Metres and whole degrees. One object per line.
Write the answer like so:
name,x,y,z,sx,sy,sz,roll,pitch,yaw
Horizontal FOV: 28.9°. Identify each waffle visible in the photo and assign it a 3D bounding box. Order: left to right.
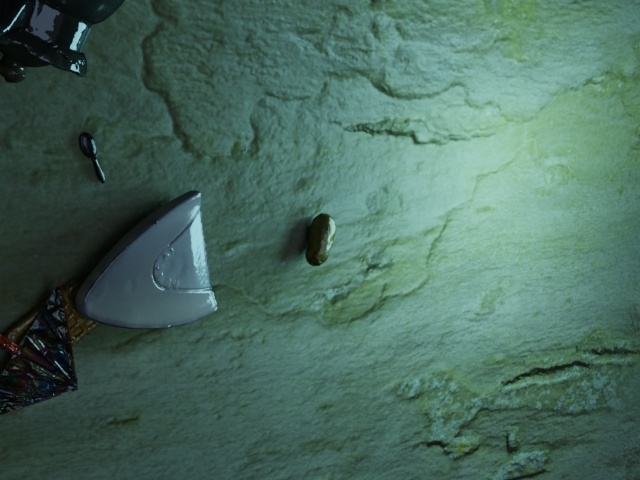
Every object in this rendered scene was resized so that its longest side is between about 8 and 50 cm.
waffle,-0.389,0.128,1.808,0.135,0.021,0.092,-41,128,-22

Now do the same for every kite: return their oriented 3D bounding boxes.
kite,-0.412,0.165,1.780,0.189,0.009,0.232,39,78,-40

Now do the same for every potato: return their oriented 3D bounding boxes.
potato,0.000,0.000,2.085,0.045,0.046,0.092,11,89,0

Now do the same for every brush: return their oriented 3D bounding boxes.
brush,-0.326,-0.118,1.783,0.024,0.008,0.083,-36,125,-30

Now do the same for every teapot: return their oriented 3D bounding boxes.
teapot,-0.328,-0.320,1.529,0.223,0.305,0.285,21,99,-24

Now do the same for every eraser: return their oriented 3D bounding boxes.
eraser,-0.267,0.051,1.860,0.243,0.059,0.204,-23,120,-37
